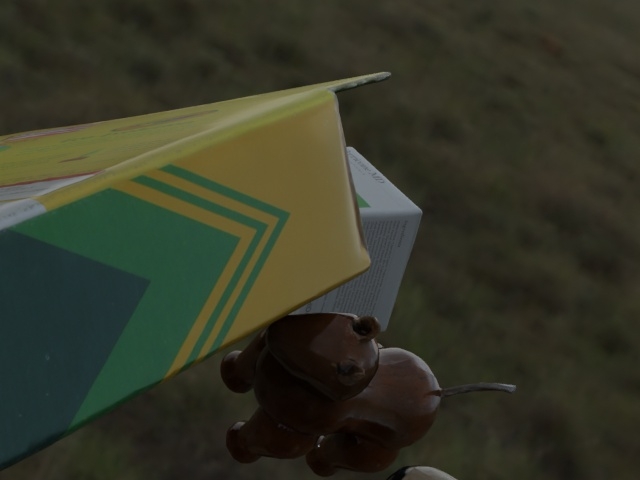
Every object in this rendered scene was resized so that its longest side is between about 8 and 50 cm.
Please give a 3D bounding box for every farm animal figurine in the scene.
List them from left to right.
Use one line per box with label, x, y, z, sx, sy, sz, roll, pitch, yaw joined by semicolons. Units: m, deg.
farm animal figurine;0.039;0.185;0.768;0.327;0.172;0.330;42;50;-22

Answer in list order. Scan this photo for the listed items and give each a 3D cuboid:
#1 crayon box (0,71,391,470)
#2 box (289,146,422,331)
crayon box;-0.120;0.010;0.765;0.202;0.081;0.318;-6;12;33
box;0.000;0.000;1.387;0.087;0.102;0.101;-1;30;-35
